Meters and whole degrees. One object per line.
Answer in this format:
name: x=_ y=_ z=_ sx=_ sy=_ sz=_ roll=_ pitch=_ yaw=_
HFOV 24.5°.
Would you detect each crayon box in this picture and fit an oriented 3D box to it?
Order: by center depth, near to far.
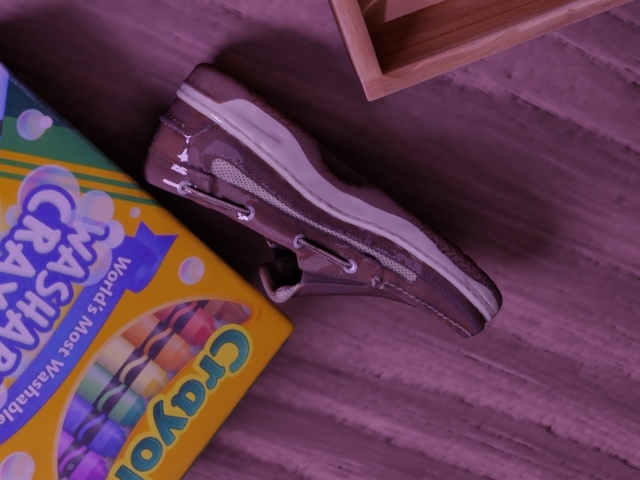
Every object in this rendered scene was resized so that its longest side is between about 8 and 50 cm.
crayon box: x=-0.159 y=0.061 z=0.897 sx=0.323 sy=0.083 sz=0.203 roll=43 pitch=79 yaw=-33

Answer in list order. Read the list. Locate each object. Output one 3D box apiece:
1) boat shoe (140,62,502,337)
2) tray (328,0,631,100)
boat shoe: x=-0.003 y=-0.002 z=0.926 sx=0.257 sy=0.095 sz=0.095 roll=36 pitch=89 yaw=-20
tray: x=0.182 y=-0.248 z=0.820 sx=0.411 sy=0.076 sz=0.203 roll=-21 pitch=125 yaw=1
